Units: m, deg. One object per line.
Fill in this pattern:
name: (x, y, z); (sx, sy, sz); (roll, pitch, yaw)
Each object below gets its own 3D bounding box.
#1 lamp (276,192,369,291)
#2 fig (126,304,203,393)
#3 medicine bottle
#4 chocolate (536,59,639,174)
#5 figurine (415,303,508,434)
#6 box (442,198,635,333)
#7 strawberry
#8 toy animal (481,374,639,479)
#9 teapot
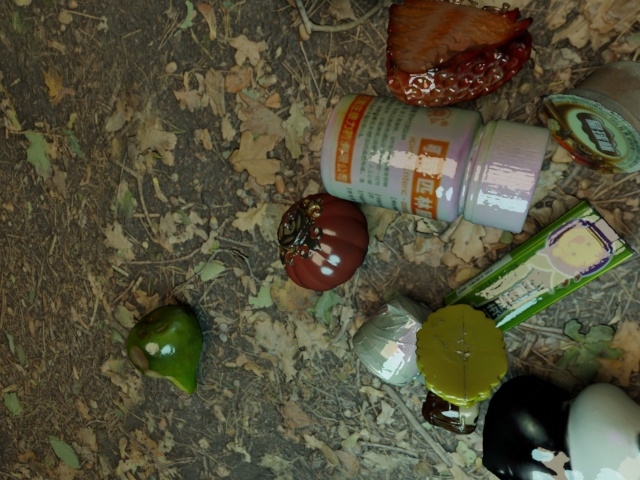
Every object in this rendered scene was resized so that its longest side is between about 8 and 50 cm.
lamp: (0.000, 0.000, 1.025); (0.227, 0.227, 0.226); (6, 104, 23)
fig: (-0.421, 0.327, 1.321); (0.206, 0.206, 0.274); (-8, 119, 25)
medicine bottle: (0.213, -0.152, 0.892); (0.389, 0.219, 0.219); (16, 108, 19)
chocolate: (0.501, -0.228, 0.793); (0.221, 0.221, 0.147); (41, 86, 11)
figurine: (0.288, 0.299, 0.939); (0.168, 0.187, 0.315); (-21, 135, -2)
box: (0.420, 0.075, 0.922); (0.345, 0.097, 0.134); (-43, 75, 26)
strawberry: (0.243, -0.317, 0.829); (0.254, 0.280, 0.150); (5, 142, 8)
toy animal: (0.491, 0.395, 0.852); (0.310, 0.251, 0.250); (-5, 101, 53)
teapot: (0.201, 0.229, 1.018); (0.222, 0.163, 0.178); (37, 110, 11)
